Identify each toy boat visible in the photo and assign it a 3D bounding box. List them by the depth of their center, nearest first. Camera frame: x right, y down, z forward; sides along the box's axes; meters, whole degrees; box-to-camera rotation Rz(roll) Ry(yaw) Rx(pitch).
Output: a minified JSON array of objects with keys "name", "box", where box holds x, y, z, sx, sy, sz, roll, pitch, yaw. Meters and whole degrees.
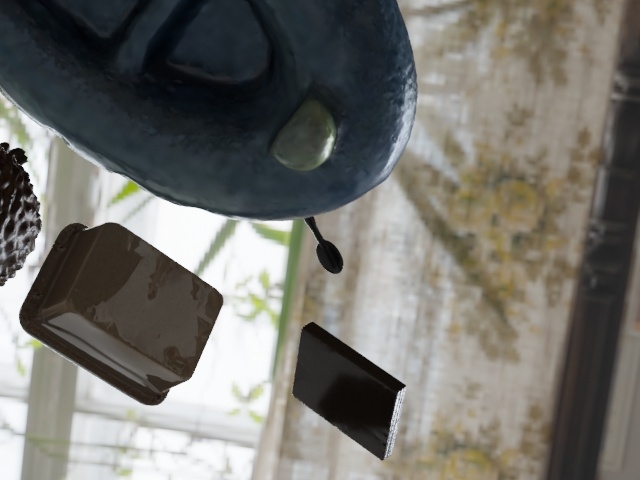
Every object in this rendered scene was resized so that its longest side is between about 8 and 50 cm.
[{"name":"toy boat","box":[-0.094,-0.130,0.818,0.330,0.215,0.123,39,-161,-9]}]

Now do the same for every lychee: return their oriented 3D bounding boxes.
[{"name":"lychee","box":[-0.386,-0.033,1.503,0.200,0.200,0.238,11,-141,21]}]

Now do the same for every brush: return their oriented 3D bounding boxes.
[{"name":"brush","box":[0.000,0.000,1.440,0.024,0.083,0.008,-20,-153,18]}]

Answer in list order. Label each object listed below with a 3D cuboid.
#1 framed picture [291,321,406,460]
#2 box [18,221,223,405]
[{"name":"framed picture","box":[0.036,0.202,1.938,0.168,0.128,0.023,33,-137,29]},{"name":"box","box":[-0.129,0.047,0.974,0.122,0.089,0.062,36,149,-24]}]
